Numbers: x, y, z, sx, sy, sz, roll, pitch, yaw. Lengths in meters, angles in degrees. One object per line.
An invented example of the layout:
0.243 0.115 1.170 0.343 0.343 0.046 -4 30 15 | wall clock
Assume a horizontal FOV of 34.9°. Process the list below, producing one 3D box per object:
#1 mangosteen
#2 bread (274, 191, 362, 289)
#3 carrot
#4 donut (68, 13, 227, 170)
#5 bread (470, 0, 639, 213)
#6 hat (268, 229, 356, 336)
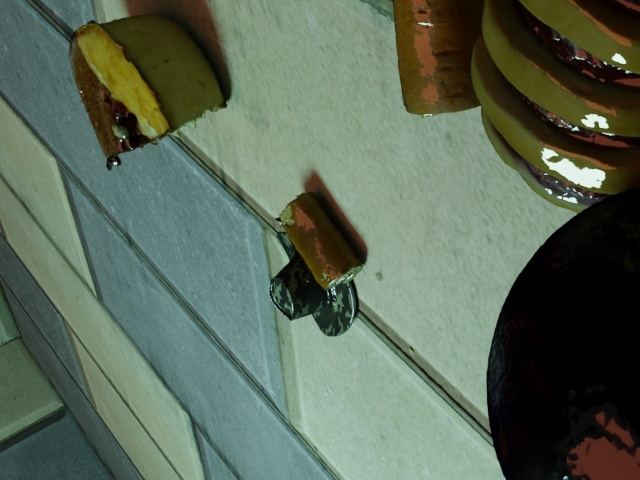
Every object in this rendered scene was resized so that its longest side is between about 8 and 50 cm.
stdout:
0.174 0.050 0.392 0.194 0.194 0.230 54 135 19 | mangosteen
0.000 0.000 0.861 0.083 0.036 0.047 56 141 14 | bread
0.057 -0.172 0.535 0.061 0.061 0.209 28 136 53 | carrot
-0.167 -0.152 0.976 0.217 0.085 0.141 3 118 63 | donut
0.125 -0.099 0.435 0.134 0.081 0.225 46 152 30 | bread
-0.017 0.046 0.928 0.121 0.050 0.121 46 155 29 | hat
